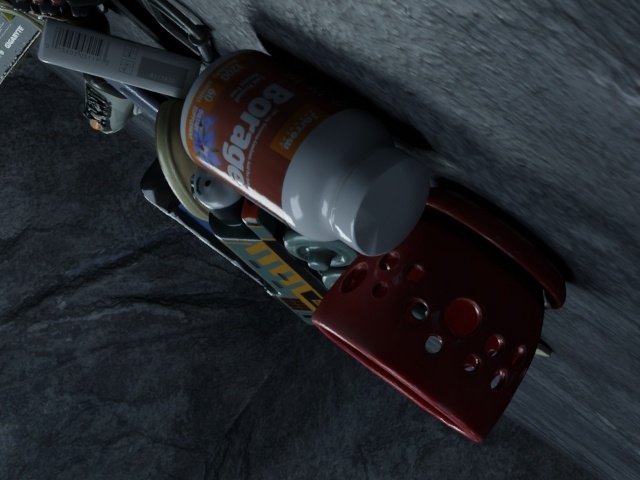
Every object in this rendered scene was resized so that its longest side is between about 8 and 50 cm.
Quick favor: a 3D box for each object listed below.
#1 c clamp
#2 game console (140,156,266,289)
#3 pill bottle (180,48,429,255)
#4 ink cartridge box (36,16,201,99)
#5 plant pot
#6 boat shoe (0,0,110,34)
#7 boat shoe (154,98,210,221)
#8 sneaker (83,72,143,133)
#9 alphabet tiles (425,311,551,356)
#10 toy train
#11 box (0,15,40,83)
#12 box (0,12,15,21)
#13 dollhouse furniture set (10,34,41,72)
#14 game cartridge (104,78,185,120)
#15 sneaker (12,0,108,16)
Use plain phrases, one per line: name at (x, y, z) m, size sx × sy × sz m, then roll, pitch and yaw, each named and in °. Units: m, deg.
c clamp at (-0.134, -0.212, 1.301) m, size 0.137 × 0.022 × 0.161 m, roll 42°, pitch 178°, yaw 9°
game console at (-0.082, -0.049, 1.667) m, size 0.293 × 0.250 × 0.173 m, roll 38°, pitch -158°, yaw -7°
pill bottle at (-0.013, -0.075, 1.096) m, size 0.216 × 0.121 × 0.121 m, roll 33°, pitch 174°, yaw 35°
ink cartridge box at (-0.247, -0.220, 1.507) m, size 0.181 × 0.056 × 0.224 m, roll 14°, pitch -171°, yaw -15°
plant pot at (0.116, 0.061, 1.134) m, size 0.191 × 0.174 × 0.191 m, roll 38°, pitch 176°, yaw 3°
boat shoe at (-0.376, -0.332, 1.590) m, size 0.257 × 0.095 × 0.095 m, roll 30°, pitch 162°, yaw 7°
boat shoe at (-0.072, -0.067, 1.495) m, size 0.110 × 0.122 × 0.341 m, roll -10°, pitch 150°, yaw 27°
sneaker at (-0.379, -0.251, 2.257) m, size 0.100 × 0.108 × 0.271 m, roll 39°, pitch 174°, yaw 6°
alphabet tiles at (0.158, 0.100, 1.681) m, size 0.278 × 0.021 × 0.284 m, roll 11°, pitch 169°, yaw 36°
toy train at (0.000, 0.000, 1.334) m, size 0.190 × 0.142 × 0.334 m, roll 1°, pitch 156°, yaw 29°
box at (-0.582, -0.339, 1.934) m, size 0.257 × 0.079 × 0.322 m, roll 39°, pitch 135°, yaw -14°
box at (-0.492, -0.402, 1.724) m, size 0.232 × 0.087 × 0.058 m, roll 37°, pitch 174°, yaw 13°
dollhouse furniture set at (-0.447, -0.312, 2.030) m, size 0.151 × 0.123 × 0.144 m, roll 35°, pitch 175°, yaw 21°
game cartridge at (-0.215, -0.191, 1.941) m, size 0.294 × 0.060 × 0.196 m, roll 39°, pitch 172°, yaw -15°
sneaker at (-0.358, -0.325, 1.375) m, size 0.276 × 0.135 × 0.097 m, roll 14°, pitch -175°, yaw -6°
